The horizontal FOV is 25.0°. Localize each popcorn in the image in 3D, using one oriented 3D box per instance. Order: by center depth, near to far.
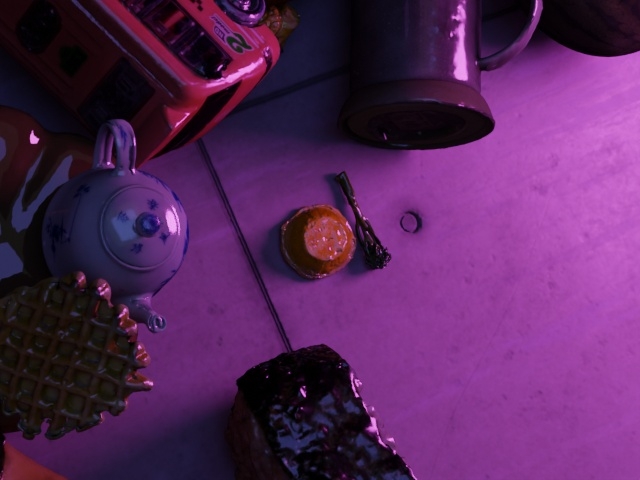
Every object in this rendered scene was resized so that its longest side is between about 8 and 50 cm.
[{"bbox_3d":[-0.074,-0.285,1.879,0.084,0.084,0.084,4,78,-19],"label":"popcorn"}]

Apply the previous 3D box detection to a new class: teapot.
[{"bbox_3d":[-0.206,-0.013,1.543,0.159,0.159,0.232,-9,87,-21],"label":"teapot"},{"bbox_3d":[0.150,-0.306,1.874,0.270,0.200,0.337,-4,76,21],"label":"teapot"}]

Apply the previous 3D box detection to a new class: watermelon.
[{"bbox_3d":[0.381,-0.400,1.949,0.279,0.279,0.359,-33,94,-22],"label":"watermelon"}]

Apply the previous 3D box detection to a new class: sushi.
[{"bbox_3d":[0.016,0.298,1.727,0.170,0.211,0.350,-28,84,-17],"label":"sushi"}]

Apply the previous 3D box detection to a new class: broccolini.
[{"bbox_3d":[0.055,-0.027,1.892,0.030,0.035,0.140,-20,85,-25],"label":"broccolini"}]

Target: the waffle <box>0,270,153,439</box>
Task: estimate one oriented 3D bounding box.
[{"bbox_3d":[-0.271,0.122,1.507,0.183,0.036,0.169,-21,102,14],"label":"waffle"}]

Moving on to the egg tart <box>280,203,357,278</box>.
[{"bbox_3d":[0.000,0.000,1.865,0.105,0.039,0.105,3,80,-19],"label":"egg tart"}]

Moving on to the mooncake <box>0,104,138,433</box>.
[{"bbox_3d":[-0.369,0.032,1.643,0.378,0.201,0.379,4,79,-19],"label":"mooncake"}]

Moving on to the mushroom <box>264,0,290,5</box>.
[{"bbox_3d":[-0.094,-0.430,1.845,0.278,0.163,0.297,-44,84,-8],"label":"mushroom"}]

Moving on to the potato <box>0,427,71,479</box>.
[{"bbox_3d":[-0.328,0.393,1.576,0.237,0.288,0.301,36,51,-29],"label":"potato"}]

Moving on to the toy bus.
[{"bbox_3d":[-0.268,-0.292,1.701,0.427,0.203,0.233,45,44,-6],"label":"toy bus"}]
